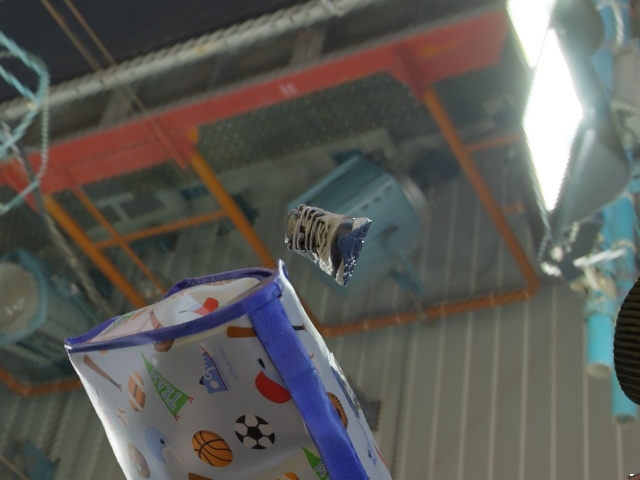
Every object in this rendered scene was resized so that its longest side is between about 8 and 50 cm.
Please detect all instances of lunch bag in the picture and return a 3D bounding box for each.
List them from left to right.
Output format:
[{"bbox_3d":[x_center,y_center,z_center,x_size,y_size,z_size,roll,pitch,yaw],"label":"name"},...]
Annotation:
[{"bbox_3d":[-0.084,0.205,1.463,0.239,0.327,0.385,-31,-171,-30],"label":"lunch bag"}]

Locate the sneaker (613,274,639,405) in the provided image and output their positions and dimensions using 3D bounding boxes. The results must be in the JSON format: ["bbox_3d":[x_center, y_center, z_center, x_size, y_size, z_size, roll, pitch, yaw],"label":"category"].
[{"bbox_3d":[0.443,0.046,1.453,0.122,0.146,0.330,12,-102,41],"label":"sneaker"}]

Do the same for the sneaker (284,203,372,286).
[{"bbox_3d":[0.000,0.000,0.924,0.135,0.058,0.052,174,-64,-85],"label":"sneaker"}]

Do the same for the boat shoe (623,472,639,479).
[{"bbox_3d":[0.281,0.223,1.004,0.285,0.103,0.092,-42,-161,4],"label":"boat shoe"}]
